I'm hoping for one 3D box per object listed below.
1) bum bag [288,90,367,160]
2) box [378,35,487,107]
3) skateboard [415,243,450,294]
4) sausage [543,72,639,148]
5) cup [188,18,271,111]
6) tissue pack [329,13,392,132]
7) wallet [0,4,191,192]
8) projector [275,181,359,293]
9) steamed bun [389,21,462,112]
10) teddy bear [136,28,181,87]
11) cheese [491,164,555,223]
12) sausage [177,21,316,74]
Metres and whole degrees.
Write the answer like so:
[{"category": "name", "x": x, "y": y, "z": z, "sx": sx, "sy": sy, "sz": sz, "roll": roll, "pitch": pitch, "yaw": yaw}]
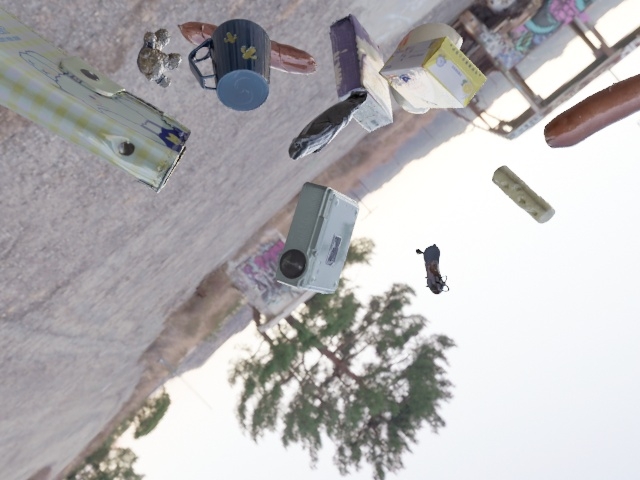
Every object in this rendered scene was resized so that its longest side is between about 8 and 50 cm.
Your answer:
[{"category": "bum bag", "x": 0.016, "y": -0.311, "z": 1.603, "sx": 0.326, "sy": 0.080, "sz": 0.142, "roll": -45, "pitch": -166, "yaw": -33}, {"category": "box", "x": 0.289, "y": -0.438, "z": 1.541, "sx": 0.097, "sy": 0.168, "sz": 0.265, "roll": -55, "pitch": -155, "yaw": -2}, {"category": "skateboard", "x": 0.330, "y": 0.085, "z": 1.660, "sx": 0.067, "sy": 0.152, "sz": 0.080, "roll": -16, "pitch": -172, "yaw": -16}, {"category": "sausage", "x": 0.705, "y": -0.325, "z": 1.299, "sx": 0.418, "sy": 0.094, "sz": 0.094, "roll": -26, "pitch": 178, "yaw": 22}, {"category": "cup", "x": -0.184, "y": -0.358, "z": 1.206, "sx": 0.176, "sy": 0.155, "sz": 0.131, "roll": -7, "pitch": 144, "yaw": -4}, {"category": "tissue pack", "x": 0.142, "y": -0.580, "z": 2.031, "sx": 0.125, "sy": 0.344, "sz": 0.242, "roll": -20, "pitch": 150, "yaw": 26}, {"category": "wallet", "x": -0.311, "y": -0.180, "z": 0.716, "sx": 0.077, "sy": 0.309, "sz": 0.223, "roll": -56, "pitch": -165, "yaw": 13}, {"category": "projector", "x": 0.000, "y": 0.000, "z": 1.461, "sx": 0.192, "sy": 0.099, "sz": 0.257, "roll": 19, "pitch": 88, "yaw": -61}, {"category": "steamed bun", "x": 0.310, "y": -0.548, "z": 1.819, "sx": 0.283, "sy": 0.177, "sz": 0.283, "roll": 26, "pitch": 90, "yaw": -88}, {"category": "teddy bear", "x": -0.555, "y": -0.601, "z": 1.942, "sx": 0.129, "sy": 0.182, "sz": 0.251, "roll": -23, "pitch": -155, "yaw": 12}, {"category": "cheese", "x": 0.534, "y": -0.121, "z": 1.536, "sx": 0.043, "sy": 0.194, "sz": 0.065, "roll": -34, "pitch": 158, "yaw": -27}, {"category": "sausage", "x": -0.218, "y": -0.587, "z": 1.764, "sx": 0.088, "sy": 0.432, "sz": 0.088, "roll": -168, "pitch": -90, "yaw": -74}]
